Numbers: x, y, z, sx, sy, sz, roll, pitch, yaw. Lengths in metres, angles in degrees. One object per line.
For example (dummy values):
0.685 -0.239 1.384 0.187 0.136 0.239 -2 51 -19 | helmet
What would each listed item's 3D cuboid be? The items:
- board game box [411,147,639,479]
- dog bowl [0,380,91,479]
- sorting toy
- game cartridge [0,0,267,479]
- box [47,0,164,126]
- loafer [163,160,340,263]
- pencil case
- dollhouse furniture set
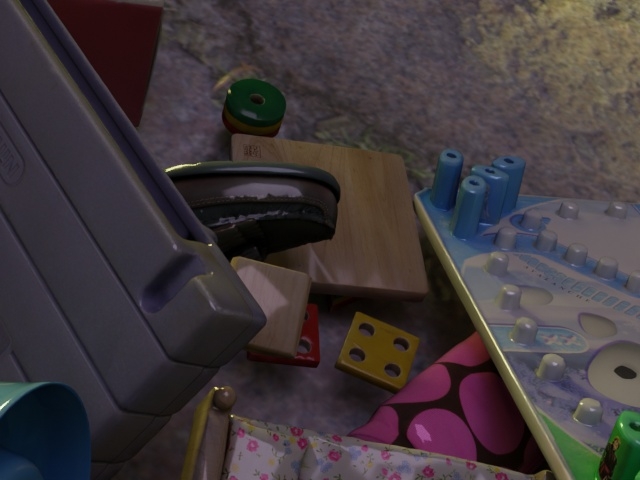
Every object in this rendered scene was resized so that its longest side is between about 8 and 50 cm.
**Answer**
0.292 0.055 0.737 0.390 0.050 0.390 4 28 -14 | board game box
-0.180 0.193 0.474 0.074 0.166 0.297 14 79 10 | dog bowl
0.000 0.000 0.828 0.132 0.046 0.274 6 48 -15 | sorting toy
-0.202 -0.013 0.656 0.068 0.230 0.355 11 38 -56 | game cartridge
-0.238 -0.185 0.851 0.232 0.127 0.148 5 49 -16 | box
-0.118 0.011 0.729 0.268 0.096 0.084 -6 66 4 | loafer
0.106 0.114 0.735 0.098 0.095 0.209 31 44 27 | pencil case
0.080 0.186 0.530 0.303 0.174 0.355 14 67 -9 | dollhouse furniture set
